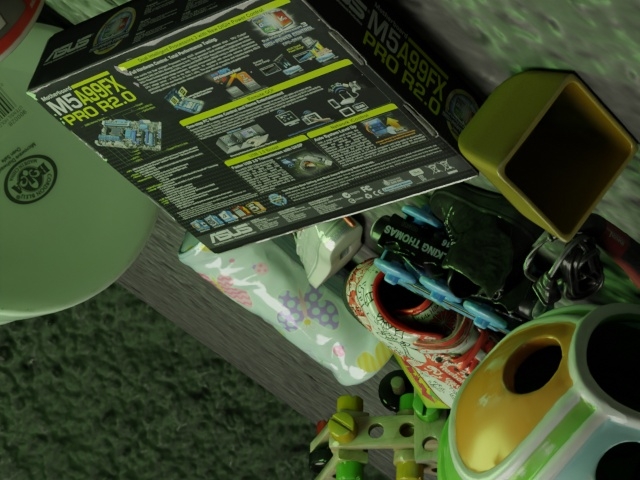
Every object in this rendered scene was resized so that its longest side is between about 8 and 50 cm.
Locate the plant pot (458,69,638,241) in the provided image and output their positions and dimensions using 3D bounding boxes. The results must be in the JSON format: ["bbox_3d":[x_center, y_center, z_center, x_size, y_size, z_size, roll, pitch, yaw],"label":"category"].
[{"bbox_3d":[0.138,-0.062,1.203,0.081,0.081,0.083,42,173,-32],"label":"plant pot"}]

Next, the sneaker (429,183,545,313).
[{"bbox_3d":[0.123,0.006,1.497,0.051,0.089,0.170,41,167,-29],"label":"sneaker"}]

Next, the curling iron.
[{"bbox_3d":[0.223,0.030,1.308,0.274,0.068,0.035,19,-144,-55],"label":"curling iron"}]

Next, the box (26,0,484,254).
[{"bbox_3d":[-0.045,-0.098,1.331,0.270,0.060,0.216,-17,133,40],"label":"box"}]

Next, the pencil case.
[{"bbox_3d":[-0.030,0.050,2.079,0.273,0.113,0.124,37,159,-14],"label":"pencil case"}]

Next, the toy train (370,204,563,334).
[{"bbox_3d":[0.129,0.030,1.629,0.184,0.080,0.105,26,175,30],"label":"toy train"}]

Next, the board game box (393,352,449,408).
[{"bbox_3d":[0.137,0.140,2.073,0.092,0.043,0.181,58,167,-3],"label":"board game box"}]

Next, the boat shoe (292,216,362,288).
[{"bbox_3d":[0.000,0.000,1.921,0.063,0.066,0.184,47,173,9],"label":"boat shoe"}]

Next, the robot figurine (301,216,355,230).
[{"bbox_3d":[-0.055,-0.092,1.516,0.158,0.128,0.219,-16,133,40],"label":"robot figurine"}]

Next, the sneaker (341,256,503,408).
[{"bbox_3d":[0.142,0.113,1.897,0.270,0.090,0.145,38,171,-4],"label":"sneaker"}]

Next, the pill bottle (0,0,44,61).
[{"bbox_3d":[-0.350,-0.273,1.392,0.210,0.210,0.363,31,169,17],"label":"pill bottle"}]

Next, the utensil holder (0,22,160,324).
[{"bbox_3d":[-0.360,-0.063,2.037,0.327,0.327,0.385,38,167,-15],"label":"utensil holder"}]

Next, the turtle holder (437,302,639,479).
[{"bbox_3d":[0.259,0.183,1.466,0.320,0.243,0.227,35,139,14],"label":"turtle holder"}]

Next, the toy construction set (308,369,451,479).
[{"bbox_3d":[0.080,0.281,2.321,0.257,0.309,0.237,23,161,16],"label":"toy construction set"}]
